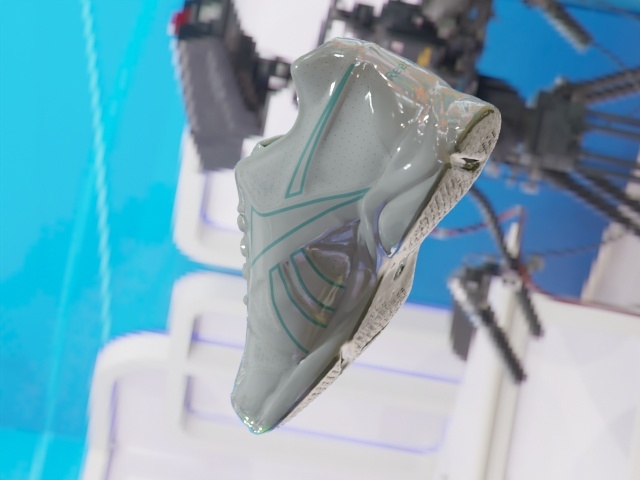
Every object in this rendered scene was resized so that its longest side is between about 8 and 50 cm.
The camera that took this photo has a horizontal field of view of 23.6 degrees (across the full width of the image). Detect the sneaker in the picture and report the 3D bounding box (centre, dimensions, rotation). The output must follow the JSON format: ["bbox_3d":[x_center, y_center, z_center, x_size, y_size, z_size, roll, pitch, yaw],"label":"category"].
[{"bbox_3d":[0.000,0.000,0.478,0.053,0.061,0.152,-39,-18,-49],"label":"sneaker"}]
